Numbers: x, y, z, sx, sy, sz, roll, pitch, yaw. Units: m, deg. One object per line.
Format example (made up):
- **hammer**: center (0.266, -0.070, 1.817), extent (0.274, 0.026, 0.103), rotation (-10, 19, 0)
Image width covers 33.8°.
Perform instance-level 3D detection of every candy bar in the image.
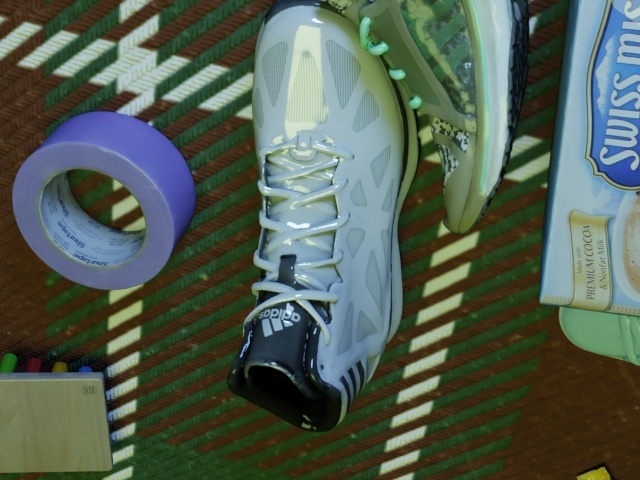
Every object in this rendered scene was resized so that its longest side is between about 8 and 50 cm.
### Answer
- **candy bar**: center (0.375, 0.340, 1.299), extent (0.040, 0.018, 0.161), rotation (-29, 111, 32)

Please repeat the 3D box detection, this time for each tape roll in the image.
- **tape roll**: center (-0.241, -0.043, 1.179), extent (0.189, 0.080, 0.189), rotation (7, 124, 11)

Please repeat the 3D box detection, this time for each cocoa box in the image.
- **cocoa box**: center (0.317, -0.130, 0.888), extent (0.228, 0.231, 0.347), rotation (7, 123, 11)

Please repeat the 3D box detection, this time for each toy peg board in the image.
- **toy peg board**: center (-0.358, 0.220, 1.391), extent (0.160, 0.079, 0.161), rotation (-1, 123, -4)

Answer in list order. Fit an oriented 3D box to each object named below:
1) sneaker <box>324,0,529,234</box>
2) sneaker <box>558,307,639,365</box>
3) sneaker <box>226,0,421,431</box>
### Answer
- **sneaker**: center (0.094, -0.202, 0.961), extent (0.182, 0.158, 0.410), rotation (3, 115, 17)
- **sneaker**: center (0.375, 0.084, 1.006), extent (0.366, 0.150, 0.135), rotation (-6, 110, 43)
- **sneaker**: center (0.001, 0.000, 1.036), extent (0.169, 0.257, 0.447), rotation (1, 122, 14)
